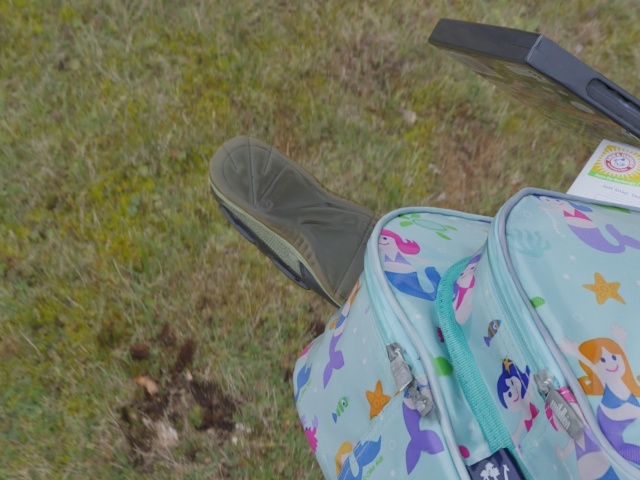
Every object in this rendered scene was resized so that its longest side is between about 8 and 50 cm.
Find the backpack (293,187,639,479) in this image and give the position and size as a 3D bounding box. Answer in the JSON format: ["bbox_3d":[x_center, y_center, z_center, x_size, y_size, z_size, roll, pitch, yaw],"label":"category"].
[{"bbox_3d":[0.113,0.086,0.459,0.225,0.191,0.253,7,31,-30],"label":"backpack"}]

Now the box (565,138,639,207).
[{"bbox_3d":[0.255,0.022,0.896,0.103,0.114,0.203,22,54,27],"label":"box"}]

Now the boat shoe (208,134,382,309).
[{"bbox_3d":[-0.001,0.000,0.842,0.223,0.073,0.080,39,73,-1],"label":"boat shoe"}]

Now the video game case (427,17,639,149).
[{"bbox_3d":[0.256,-0.144,1.022,0.248,0.275,0.035,29,97,-18],"label":"video game case"}]
